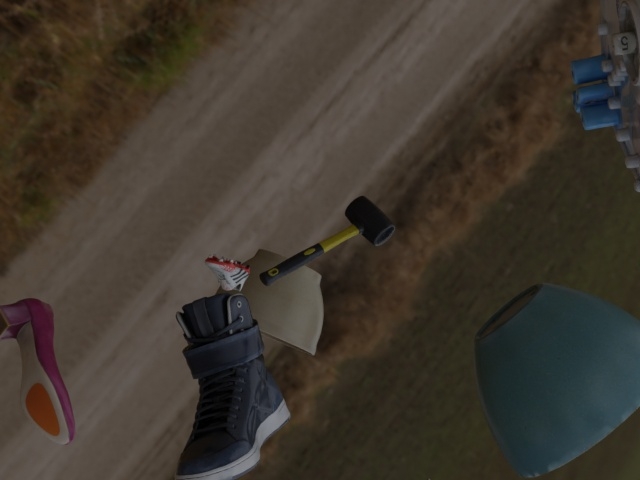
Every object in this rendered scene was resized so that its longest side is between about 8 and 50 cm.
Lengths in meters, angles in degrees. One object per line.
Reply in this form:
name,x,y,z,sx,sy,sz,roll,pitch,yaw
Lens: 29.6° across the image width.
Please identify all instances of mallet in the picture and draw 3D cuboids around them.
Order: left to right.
mallet,0.000,0.000,1.475,0.189,0.062,0.039,-22,149,-26

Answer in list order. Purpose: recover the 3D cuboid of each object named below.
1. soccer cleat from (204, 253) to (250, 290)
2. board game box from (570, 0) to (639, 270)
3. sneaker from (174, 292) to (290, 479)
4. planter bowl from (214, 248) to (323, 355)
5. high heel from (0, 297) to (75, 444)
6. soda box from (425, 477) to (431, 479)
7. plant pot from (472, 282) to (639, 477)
soccer cleat,-0.105,0.037,1.351,0.083,0.029,0.036,20,88,-65
board game box,0.295,-0.188,1.150,0.390,0.050,0.390,-94,174,-51
sneaker,-0.108,0.145,1.214,0.086,0.163,0.226,-14,-171,16
planter bowl,-0.062,0.078,1.675,0.109,0.162,0.162,-66,162,-6
high heel,-0.399,0.190,1.799,0.082,0.244,0.117,-49,155,26
soda box,0.203,0.466,1.824,0.069,0.216,0.074,-39,-170,13
plant pot,0.338,0.178,1.782,0.290,0.195,0.290,-41,-179,1
